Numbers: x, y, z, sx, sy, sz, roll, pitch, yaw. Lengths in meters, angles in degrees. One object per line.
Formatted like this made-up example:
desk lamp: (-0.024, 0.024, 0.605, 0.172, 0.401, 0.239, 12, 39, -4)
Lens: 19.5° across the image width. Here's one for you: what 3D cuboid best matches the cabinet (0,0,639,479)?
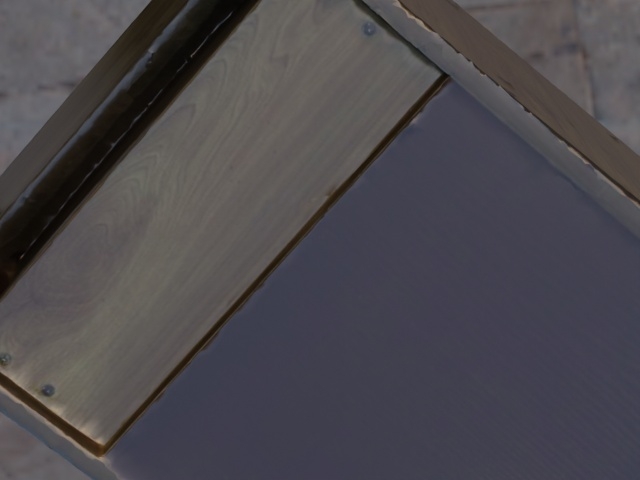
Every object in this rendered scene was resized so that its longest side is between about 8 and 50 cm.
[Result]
cabinet: (0.000, 0.000, 0.615, 0.215, 0.148, 0.175, 38, 102, -16)
